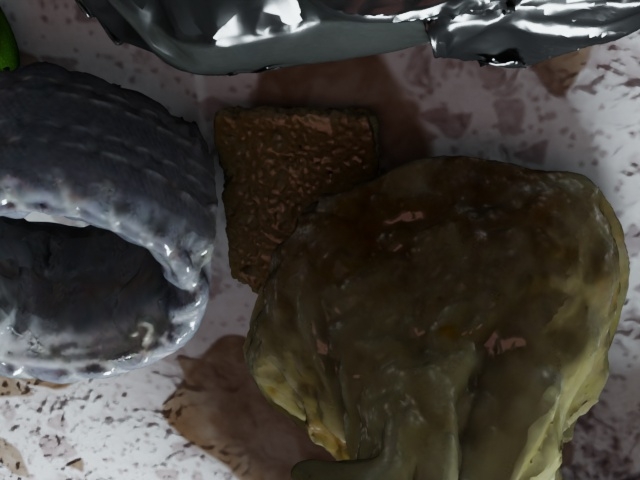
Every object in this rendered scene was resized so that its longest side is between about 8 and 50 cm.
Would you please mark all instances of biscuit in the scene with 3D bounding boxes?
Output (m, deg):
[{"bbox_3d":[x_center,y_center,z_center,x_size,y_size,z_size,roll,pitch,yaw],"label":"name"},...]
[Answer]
[{"bbox_3d":[-0.011,0.004,1.076,0.131,0.026,0.237,3,118,15],"label":"biscuit"}]

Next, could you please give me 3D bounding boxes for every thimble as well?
[{"bbox_3d":[-0.193,-0.018,1.011,0.236,0.172,0.205,-1,132,-1],"label":"thimble"}]

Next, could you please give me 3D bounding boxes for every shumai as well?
[{"bbox_3d":[0.088,0.097,0.948,0.314,0.262,0.267,-37,110,18],"label":"shumai"}]

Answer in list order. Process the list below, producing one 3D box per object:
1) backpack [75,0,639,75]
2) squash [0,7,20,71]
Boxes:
[{"bbox_3d":[0.019,-0.261,0.807,0.445,0.255,0.363,-11,115,6],"label":"backpack"},{"bbox_3d":[-0.322,-0.227,1.015,0.082,0.082,0.292,-24,108,25],"label":"squash"}]
